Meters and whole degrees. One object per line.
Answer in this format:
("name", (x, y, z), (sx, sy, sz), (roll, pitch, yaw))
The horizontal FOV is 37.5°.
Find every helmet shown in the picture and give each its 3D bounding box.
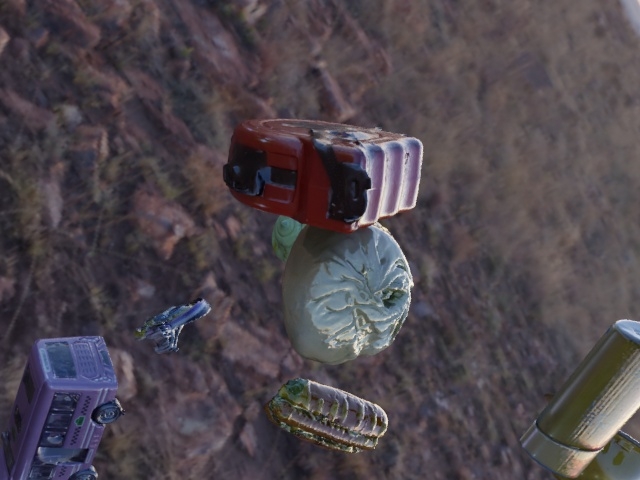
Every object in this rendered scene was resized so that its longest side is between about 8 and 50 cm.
("helmet", (0.515, 0.418, 1.810), (0.257, 0.140, 0.205), (31, -9, -3))

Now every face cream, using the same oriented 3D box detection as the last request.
("face cream", (0.417, 0.247, 1.431), (0.139, 0.285, 0.067), (17, 31, -24))

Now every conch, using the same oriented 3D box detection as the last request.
("conch", (0.003, -0.018, 1.949), (0.251, 0.137, 0.143), (-3, 63, -45))

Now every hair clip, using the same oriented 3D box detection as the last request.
("hair clip", (-0.232, 0.132, 1.515), (0.172, 0.116, 0.049), (-56, 130, -72))

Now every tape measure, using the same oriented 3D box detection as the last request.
("tape measure", (-0.002, -0.097, 1.249), (0.253, 0.261, 0.114), (-18, 119, -60))

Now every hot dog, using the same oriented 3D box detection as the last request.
("hot dog", (0.011, 0.311, 1.647), (0.269, 0.115, 0.072), (24, 32, -38))

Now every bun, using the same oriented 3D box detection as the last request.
("bun", (0.048, 0.073, 1.357), (0.229, 0.145, 0.229), (-20, 113, -57))

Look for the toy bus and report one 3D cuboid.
("toy bus", (-0.307, 0.210, 1.104), (0.108, 0.198, 0.096), (5, 34, -33))
